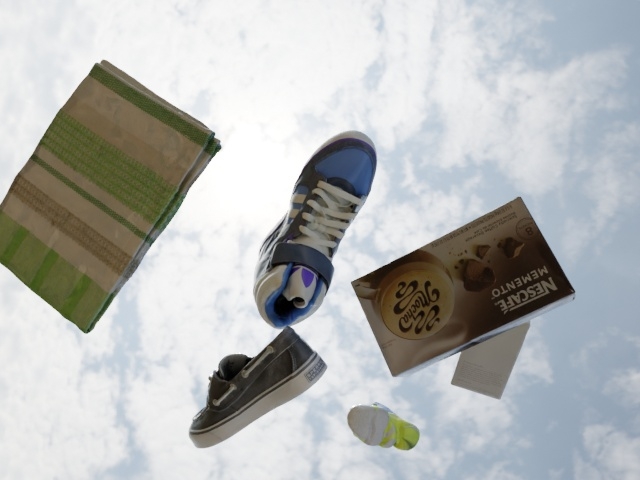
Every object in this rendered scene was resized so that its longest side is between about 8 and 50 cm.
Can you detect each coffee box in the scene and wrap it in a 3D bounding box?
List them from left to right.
[{"bbox_3d":[0.223,0.080,0.982,0.297,0.119,0.168,-27,-109,13],"label":"coffee box"}]

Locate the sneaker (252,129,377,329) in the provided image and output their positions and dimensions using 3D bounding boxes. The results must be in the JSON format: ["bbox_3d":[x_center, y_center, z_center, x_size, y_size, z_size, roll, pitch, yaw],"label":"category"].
[{"bbox_3d":[-0.001,0.000,1.001,0.322,0.130,0.236,-53,-157,24],"label":"sneaker"}]

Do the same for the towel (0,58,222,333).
[{"bbox_3d":[-0.145,-0.031,0.406,0.113,0.023,0.152,34,-89,18],"label":"towel"}]

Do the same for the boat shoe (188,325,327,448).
[{"bbox_3d":[-0.122,0.222,0.945,0.301,0.108,0.102,-38,-88,37],"label":"boat shoe"}]

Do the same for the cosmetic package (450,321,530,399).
[{"bbox_3d":[0.364,0.225,1.335,0.117,0.085,0.231,16,-55,10],"label":"cosmetic package"}]

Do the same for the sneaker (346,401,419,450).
[{"bbox_3d":[0.126,0.435,1.490,0.126,0.240,0.091,23,-100,55],"label":"sneaker"}]
